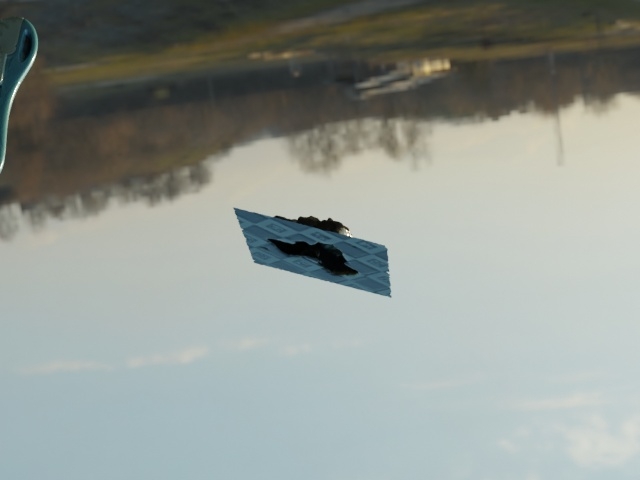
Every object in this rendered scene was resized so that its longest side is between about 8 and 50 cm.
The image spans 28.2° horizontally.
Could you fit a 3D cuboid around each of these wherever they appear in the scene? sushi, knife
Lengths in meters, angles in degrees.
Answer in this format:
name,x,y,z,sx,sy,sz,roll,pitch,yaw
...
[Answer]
name,x,y,z,sx,sy,sz,roll,pitch,yaw
sushi,0.000,0.000,1.826,0.219,0.047,0.231,14,162,10
knife,-0.358,-0.159,1.407,0.064,0.222,0.031,6,151,-1
